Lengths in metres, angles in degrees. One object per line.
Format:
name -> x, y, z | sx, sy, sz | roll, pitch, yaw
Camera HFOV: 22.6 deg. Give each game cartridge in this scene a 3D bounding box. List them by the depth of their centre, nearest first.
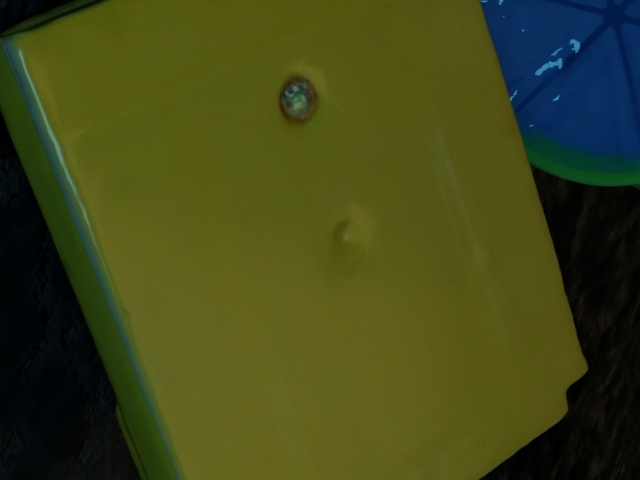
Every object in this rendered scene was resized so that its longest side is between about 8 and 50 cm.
game cartridge -> 0.000, 0.000, 0.844 | 0.285, 0.053, 0.323 | -28, 108, -34

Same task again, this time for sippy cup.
sippy cup -> 0.235, -0.164, 1.171 | 0.224, 0.306, 0.240 | -19, 100, -66
